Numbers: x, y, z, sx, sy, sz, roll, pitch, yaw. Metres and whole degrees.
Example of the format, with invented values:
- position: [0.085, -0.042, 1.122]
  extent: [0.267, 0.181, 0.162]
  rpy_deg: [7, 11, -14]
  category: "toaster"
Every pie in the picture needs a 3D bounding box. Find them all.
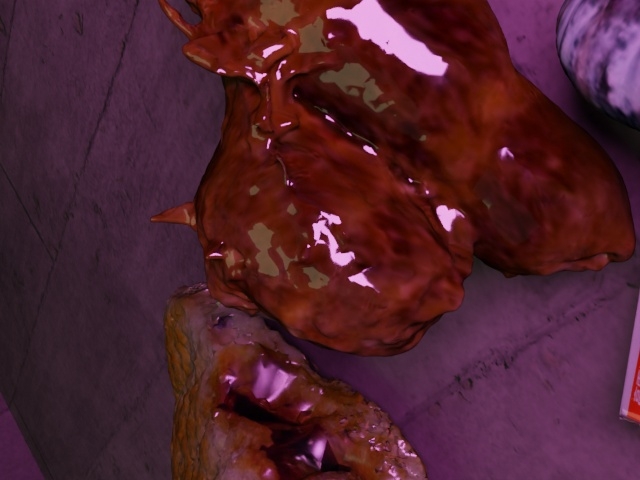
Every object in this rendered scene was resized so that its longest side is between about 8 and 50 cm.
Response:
- position: [-0.052, 0.253, 0.914]
  extent: [0.418, 0.181, 0.395]
  rpy_deg: [46, 139, 50]
  category: "pie"

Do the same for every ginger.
- position: [-0.018, -0.115, 0.556]
  extent: [0.418, 0.254, 0.176]
  rpy_deg: [60, -179, 9]
  category: "ginger"

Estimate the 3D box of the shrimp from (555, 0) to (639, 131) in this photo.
- position: [0.230, -0.054, 0.310]
  extent: [0.372, 0.137, 0.172]
  rpy_deg: [33, 152, 43]
  category: "shrimp"

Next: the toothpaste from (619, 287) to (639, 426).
- position: [0.201, 0.019, 0.502]
  extent: [0.040, 0.047, 0.196]
  rpy_deg: [19, 126, 32]
  category: "toothpaste"

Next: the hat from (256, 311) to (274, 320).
- position: [0.000, 0.000, 0.773]
  extent: [0.147, 0.085, 0.175]
  rpy_deg: [178, 94, -67]
  category: "hat"
